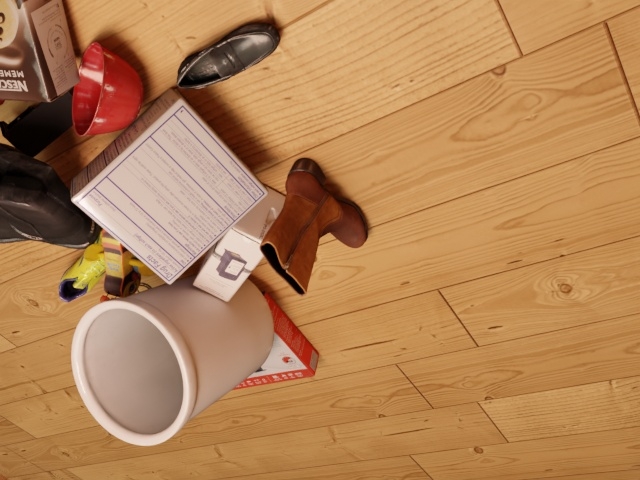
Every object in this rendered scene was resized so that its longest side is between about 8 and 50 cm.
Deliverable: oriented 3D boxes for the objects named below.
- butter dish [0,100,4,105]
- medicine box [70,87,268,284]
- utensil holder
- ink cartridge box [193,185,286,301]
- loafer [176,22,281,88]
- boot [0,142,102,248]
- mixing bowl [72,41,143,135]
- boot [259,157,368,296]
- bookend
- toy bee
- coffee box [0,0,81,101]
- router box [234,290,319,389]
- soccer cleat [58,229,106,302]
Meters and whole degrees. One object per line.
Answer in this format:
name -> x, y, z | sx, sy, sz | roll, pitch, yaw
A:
butter dish -> -0.706, -0.331, 1.284 | 0.159, 0.118, 0.160 | 1, 93, 14
medicine box -> -0.307, -0.110, 1.273 | 0.289, 0.149, 0.263 | -43, 120, 0
utensil holder -> -0.332, 0.252, 1.501 | 0.327, 0.385, 0.328 | 6, 103, 25
ink cartridge box -> -0.184, 0.001, 1.433 | 0.100, 0.172, 0.237 | 28, 134, -14
loafer -> -0.174, -0.335, 1.160 | 0.223, 0.078, 0.076 | -15, 129, 27
boot -> -0.705, -0.090, 1.349 | 0.366, 0.146, 0.445 | 5, 171, -5
mixing bowl -> -0.411, -0.286, 1.228 | 0.098, 0.182, 0.181 | 7, 145, -37
boot -> 0.000, 0.000, 1.305 | 0.096, 0.281, 0.264 | -15, 129, 27
bookend -> -0.595, -0.261, 1.334 | 0.157, 0.156, 0.072 | -42, 124, -8
toy bee -> -0.471, 0.076, 1.518 | 0.195, 0.162, 0.298 | -8, 122, 27
coffee box -> -0.564, -0.411, 1.118 | 0.168, 0.119, 0.297 | 4, 123, 10
router box -> -0.223, 0.302, 1.809 | 0.335, 0.082, 0.301 | -16, 128, 28
soccer cleat -> -0.598, 0.071, 1.642 | 0.093, 0.121, 0.289 | 38, 126, -21
